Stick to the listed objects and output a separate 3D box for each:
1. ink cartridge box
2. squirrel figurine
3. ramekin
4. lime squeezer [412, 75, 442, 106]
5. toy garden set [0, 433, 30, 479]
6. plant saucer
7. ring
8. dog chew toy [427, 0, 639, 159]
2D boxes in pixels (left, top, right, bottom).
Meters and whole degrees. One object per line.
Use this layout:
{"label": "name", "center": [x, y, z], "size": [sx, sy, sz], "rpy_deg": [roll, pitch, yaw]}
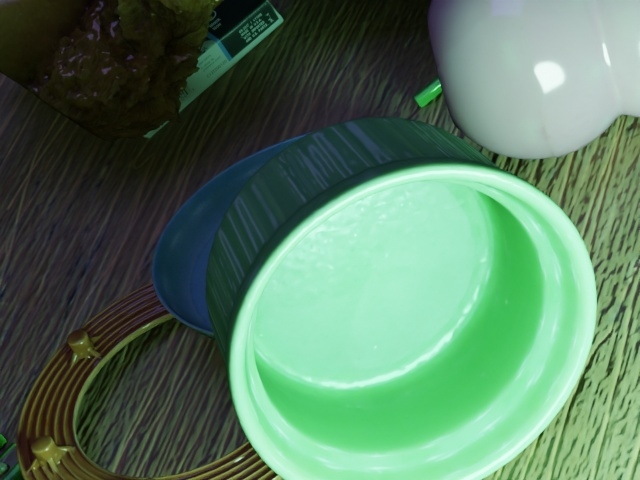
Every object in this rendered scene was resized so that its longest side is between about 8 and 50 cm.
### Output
{"label": "ink cartridge box", "center": [-0.176, -0.228, 2.120], "size": [0.206, 0.045, 0.208], "rpy_deg": [-42, 40, -9]}
{"label": "squirrel figurine", "center": [-0.222, -0.322, 1.980], "size": [0.397, 0.281, 0.370], "rpy_deg": [34, 89, 31]}
{"label": "ramekin", "center": [0.054, 0.049, 1.508], "size": [0.303, 0.303, 0.148], "rpy_deg": [-33, 32, -1]}
{"label": "lime squeezer", "center": [0.203, -0.257, 1.895], "size": [0.110, 0.059, 0.310], "rpy_deg": [12, 58, 40]}
{"label": "toy garden set", "center": [-0.369, 0.254, 1.758], "size": [0.244, 0.049, 0.204], "rpy_deg": [24, 65, 45]}
{"label": "plant saucer", "center": [0.000, 0.000, 1.742], "size": [0.318, 0.043, 0.317], "rpy_deg": [-13, 36, 10]}
{"label": "ring", "center": [-0.126, 0.128, 1.707], "size": [0.337, 0.032, 0.336], "rpy_deg": [-14, 38, 11]}
{"label": "dog chew toy", "center": [0.269, -0.195, 1.689], "size": [0.332, 0.206, 0.206], "rpy_deg": [-14, 43, 10]}
